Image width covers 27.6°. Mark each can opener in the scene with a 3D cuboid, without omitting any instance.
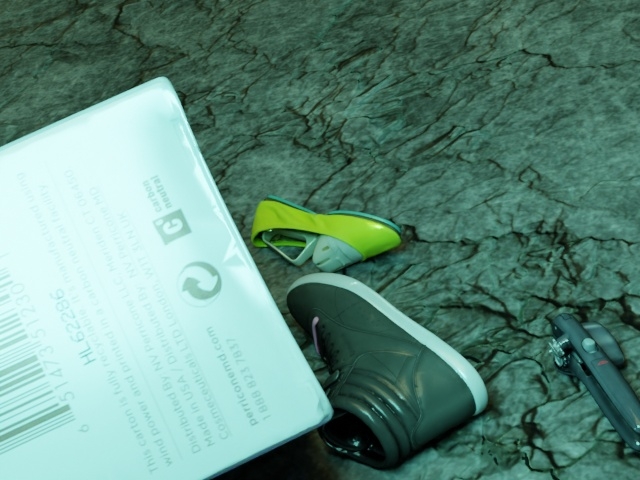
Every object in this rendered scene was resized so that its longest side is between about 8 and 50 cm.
[{"bbox_3d":[0.285,0.137,1.315,0.073,0.059,0.186,-21,36,-2],"label":"can opener"}]

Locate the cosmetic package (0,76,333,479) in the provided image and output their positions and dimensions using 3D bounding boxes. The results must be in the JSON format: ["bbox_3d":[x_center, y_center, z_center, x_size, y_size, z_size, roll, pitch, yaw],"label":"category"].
[{"bbox_3d":[-0.214,0.092,1.240,0.327,0.329,0.393,-26,-4,-7],"label":"cosmetic package"}]

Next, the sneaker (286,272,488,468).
[{"bbox_3d":[0.025,0.136,1.398,0.147,0.104,0.296,-33,42,-26],"label":"sneaker"}]

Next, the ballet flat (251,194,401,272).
[{"bbox_3d":[0.000,0.000,1.629,0.231,0.077,0.077,14,69,41],"label":"ballet flat"}]
